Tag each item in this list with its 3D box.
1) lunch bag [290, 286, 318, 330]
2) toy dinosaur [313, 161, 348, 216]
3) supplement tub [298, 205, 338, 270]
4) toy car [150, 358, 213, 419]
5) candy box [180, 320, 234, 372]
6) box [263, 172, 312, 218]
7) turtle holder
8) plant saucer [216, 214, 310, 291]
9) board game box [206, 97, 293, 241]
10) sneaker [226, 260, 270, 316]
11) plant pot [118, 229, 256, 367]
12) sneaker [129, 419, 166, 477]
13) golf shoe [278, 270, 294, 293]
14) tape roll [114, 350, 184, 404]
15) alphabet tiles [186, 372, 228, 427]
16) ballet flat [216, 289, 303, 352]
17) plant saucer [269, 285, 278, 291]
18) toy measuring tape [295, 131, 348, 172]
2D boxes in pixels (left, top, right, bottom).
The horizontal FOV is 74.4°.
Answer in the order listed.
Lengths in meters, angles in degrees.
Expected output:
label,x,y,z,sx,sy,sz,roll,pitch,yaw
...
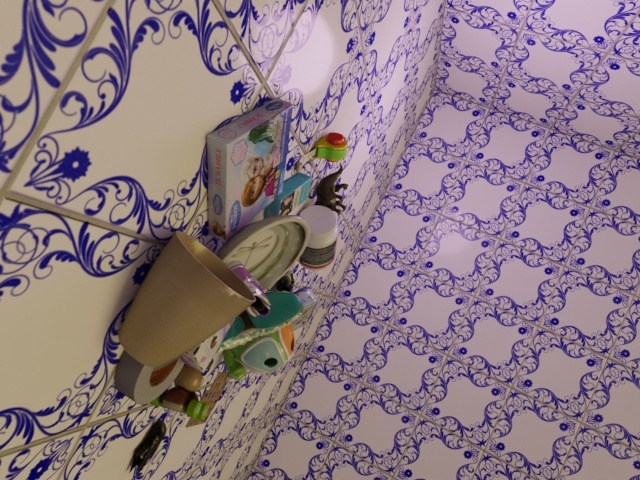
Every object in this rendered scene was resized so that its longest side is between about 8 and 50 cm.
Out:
label,x,y,z,sx,sy,sz,roll,pitch,yaw
lunch bag,-0.138,0.347,2.021,0.243,0.115,0.303,-22,155,-28
toy dinosaur,0.037,-0.203,1.910,0.121,0.160,0.314,-52,154,-44
supplement tub,-0.019,-0.007,1.912,0.191,0.191,0.272,-55,163,-33
toy car,-0.426,0.460,1.367,0.149,0.154,0.189,84,22,-63
candy box,-0.330,0.263,1.229,0.165,0.070,0.196,98,17,-57
box,-0.117,-0.164,1.573,0.244,0.060,0.101,-47,156,-51
turtle holder,-0.247,0.417,1.658,0.320,0.228,0.243,-37,176,-15
plant saucer,-0.215,0.046,1.359,0.400,0.100,0.401,-35,157,-18
board game box,-0.199,-0.205,1.211,0.318,0.065,0.319,-50,159,-45
sneaker,-0.208,0.180,1.273,0.102,0.161,0.282,-40,160,-8
plant pot,-0.344,0.161,1.024,0.274,0.256,0.256,-47,164,-4
sneaker,-0.568,0.681,1.387,0.170,0.051,0.089,-65,170,13
golf shoe,-0.155,0.220,2.032,0.198,0.077,0.094,105,9,-54
tape roll,-0.459,0.335,1.171,0.219,0.072,0.219,-56,163,-28
alphabet tiles,-0.470,0.675,1.804,0.237,0.009,0.198,-62,165,-12
ballet flat,-0.260,0.280,1.435,0.408,0.147,0.147,-17,141,-24
plant saucer,-0.226,0.269,1.968,0.119,0.021,0.119,-58,164,-27
toy measuring tape,0.027,-0.344,1.681,0.330,0.121,0.122,-50,159,-44
